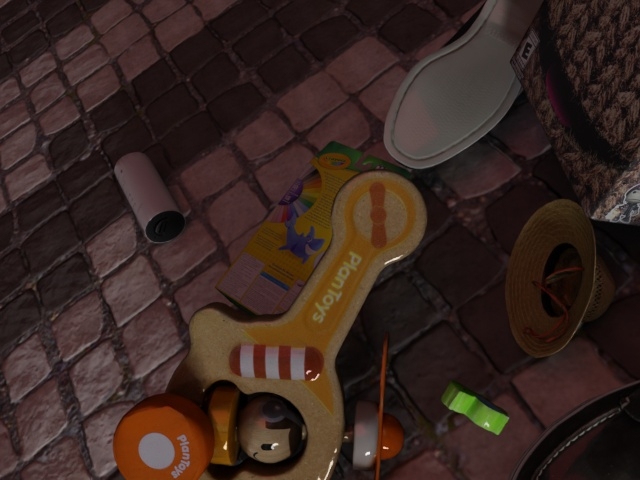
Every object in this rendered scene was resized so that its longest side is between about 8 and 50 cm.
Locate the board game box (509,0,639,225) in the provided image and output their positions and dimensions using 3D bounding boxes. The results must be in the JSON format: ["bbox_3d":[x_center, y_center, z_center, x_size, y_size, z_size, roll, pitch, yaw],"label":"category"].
[{"bbox_3d":[0.311,-0.187,0.520,0.141,0.291,0.232,6,47,-15],"label":"board game box"}]

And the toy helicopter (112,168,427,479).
[{"bbox_3d":[-0.001,0.105,0.580,0.235,0.140,0.355,31,99,6],"label":"toy helicopter"}]

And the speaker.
[{"bbox_3d":[-0.228,-0.058,0.863,0.055,0.055,0.136,-37,52,0],"label":"speaker"}]

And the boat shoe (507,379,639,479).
[{"bbox_3d":[0.283,0.130,0.474,0.335,0.119,0.121,-30,53,5],"label":"boat shoe"}]

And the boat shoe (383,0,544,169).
[{"bbox_3d":[0.180,-0.189,0.739,0.114,0.091,0.302,42,81,9],"label":"boat shoe"}]

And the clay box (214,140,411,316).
[{"bbox_3d":[0.000,0.000,0.724,0.127,0.053,0.222,28,74,33],"label":"clay box"}]

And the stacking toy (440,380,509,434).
[{"bbox_3d":[0.132,0.228,0.456,0.221,0.052,0.167,37,102,32],"label":"stacking toy"}]

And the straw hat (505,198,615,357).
[{"bbox_3d":[0.228,0.039,0.587,0.061,0.144,0.144,13,60,-12],"label":"straw hat"}]
